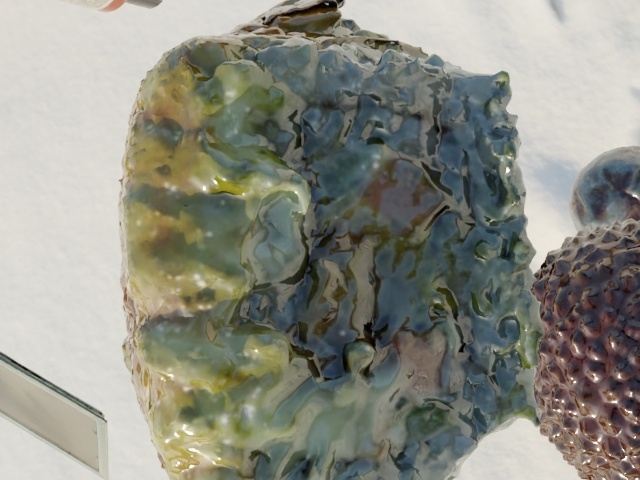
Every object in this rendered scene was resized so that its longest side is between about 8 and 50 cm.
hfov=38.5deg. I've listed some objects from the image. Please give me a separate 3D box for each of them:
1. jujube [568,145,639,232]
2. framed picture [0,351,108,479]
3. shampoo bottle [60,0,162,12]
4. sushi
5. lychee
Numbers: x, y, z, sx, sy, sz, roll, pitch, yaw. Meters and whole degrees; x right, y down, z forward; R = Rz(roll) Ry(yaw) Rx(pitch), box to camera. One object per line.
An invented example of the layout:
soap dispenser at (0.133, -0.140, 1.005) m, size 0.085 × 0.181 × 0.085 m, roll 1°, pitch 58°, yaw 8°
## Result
jujube at (0.624, -0.062, 1.810) m, size 0.215 × 0.308 × 0.246 m, roll 8°, pitch 75°, yaw 51°
framed picture at (-0.254, 0.132, 0.775) m, size 0.183 × 0.142 × 0.011 m, roll 28°, pitch 56°, yaw 8°
shampoo bottle at (-0.319, -0.363, 1.207) m, size 0.104 × 0.278 × 0.104 m, roll 0°, pitch 90°, yaw 36°
sushi at (0.000, 0.000, 0.428) m, size 0.139 × 0.184 × 0.274 m, roll -174°, pitch 80°, yaw -74°
lychee at (0.333, 0.115, 0.928) m, size 0.275 × 0.276 × 0.304 m, roll -20°, pitch 40°, yaw 37°
